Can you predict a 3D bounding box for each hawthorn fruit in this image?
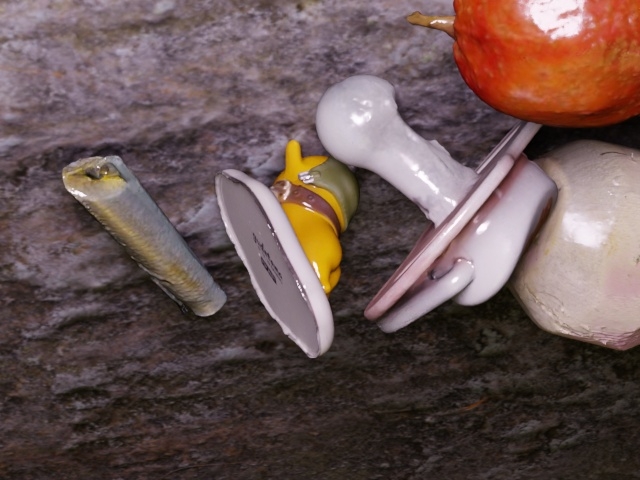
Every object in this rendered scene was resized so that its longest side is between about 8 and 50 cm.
[{"bbox_3d":[0.205,-0.195,1.470,0.253,0.205,0.205,-7,150,7],"label":"hawthorn fruit"}]

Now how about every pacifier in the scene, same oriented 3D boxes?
[{"bbox_3d":[0.126,-0.049,1.651,0.220,0.332,0.273,-6,116,31],"label":"pacifier"}]

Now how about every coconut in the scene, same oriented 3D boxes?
[{"bbox_3d":[0.321,0.006,1.796,0.230,0.227,0.227,14,143,-22],"label":"coconut"}]

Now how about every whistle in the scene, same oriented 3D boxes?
[{"bbox_3d":[-0.189,-0.004,1.815,0.068,0.057,0.326,-18,148,10],"label":"whistle"}]

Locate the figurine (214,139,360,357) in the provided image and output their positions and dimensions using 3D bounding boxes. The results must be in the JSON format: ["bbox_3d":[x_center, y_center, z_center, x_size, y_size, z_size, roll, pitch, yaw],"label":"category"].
[{"bbox_3d":[0.000,0.000,1.732,0.141,0.250,0.167,-21,149,-17],"label":"figurine"}]
